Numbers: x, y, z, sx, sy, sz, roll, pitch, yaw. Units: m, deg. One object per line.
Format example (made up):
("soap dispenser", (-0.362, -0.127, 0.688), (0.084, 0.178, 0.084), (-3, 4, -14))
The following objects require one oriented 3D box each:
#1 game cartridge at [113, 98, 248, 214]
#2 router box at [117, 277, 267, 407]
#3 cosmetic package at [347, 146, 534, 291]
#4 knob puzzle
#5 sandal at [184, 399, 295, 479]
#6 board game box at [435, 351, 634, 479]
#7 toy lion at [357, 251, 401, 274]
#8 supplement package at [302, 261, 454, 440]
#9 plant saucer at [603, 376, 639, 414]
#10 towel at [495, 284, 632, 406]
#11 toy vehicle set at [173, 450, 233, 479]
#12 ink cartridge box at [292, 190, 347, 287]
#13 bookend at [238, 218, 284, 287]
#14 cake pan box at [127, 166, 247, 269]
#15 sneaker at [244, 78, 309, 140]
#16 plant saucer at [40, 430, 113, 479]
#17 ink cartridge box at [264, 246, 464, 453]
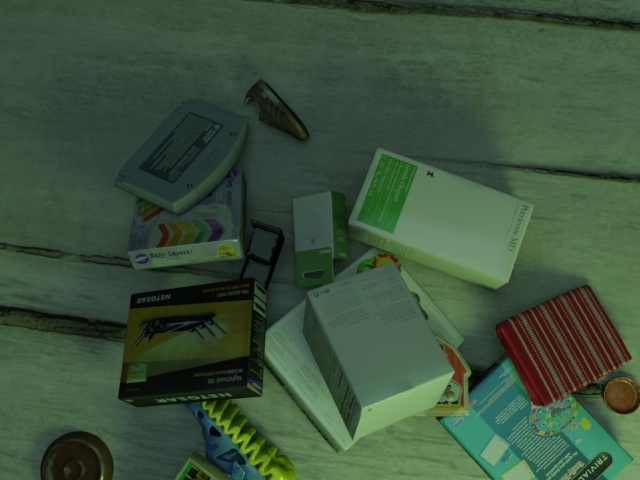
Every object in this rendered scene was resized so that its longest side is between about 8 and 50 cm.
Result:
("game cartridge", (-0.300, -0.193, 1.707), (0.198, 0.062, 0.297), (26, 59, 15))
("router box", (-0.273, 0.222, 1.623), (0.309, 0.081, 0.243), (-9, 62, 18))
("cosmetic package", (0.262, -0.044, 1.682), (0.365, 0.155, 0.197), (19, 79, 6))
("knob puzzle", (0.231, 0.282, 1.628), (0.213, 0.030, 0.213), (-1, 65, 1))
("sandal", (-0.207, 0.447, 1.645), (0.138, 0.126, 0.317), (-45, 78, 10))
("board game box", (0.461, 0.431, 1.640), (0.254, 0.079, 0.336), (-42, 82, -5))
("toy lion", (0.134, 0.068, 1.709), (0.100, 0.034, 0.096), (12, 59, -7))
("supplement package", (0.106, 0.225, 1.526), (0.199, 0.198, 0.262), (-18, 61, -15))
("plant saucer", (0.673, 0.347, 1.679), (0.083, 0.013, 0.083), (0, 82, 1))
("towel", (0.530, 0.226, 1.642), (0.275, 0.031, 0.199), (-19, 73, -23))
("toy vehicle set", (-0.275, 0.603, 1.615), (0.166, 0.035, 0.267), (35, 106, 7))
("ink cartridge box", (0.000, 0.000, 1.708), (0.109, 0.062, 0.209), (-9, 79, 34))
("bookend", (-0.141, 0.047, 1.681), (0.072, 0.156, 0.157), (18, 83, 2))
("cake pan box", (-0.291, -0.057, 1.684), (0.246, 0.070, 0.267), (-4, 44, 2))
("sneaker", (-0.104, -0.294, 1.787), (0.071, 0.066, 0.188), (-42, 77, 13))
("plant saucer", (-0.551, 0.516, 1.690), (0.168, 0.029, 0.168), (0, 82, 1))
("ink cartridge box", (0.085, 0.235, 1.701), (0.385, 0.091, 0.308), (-37, 81, -21))
